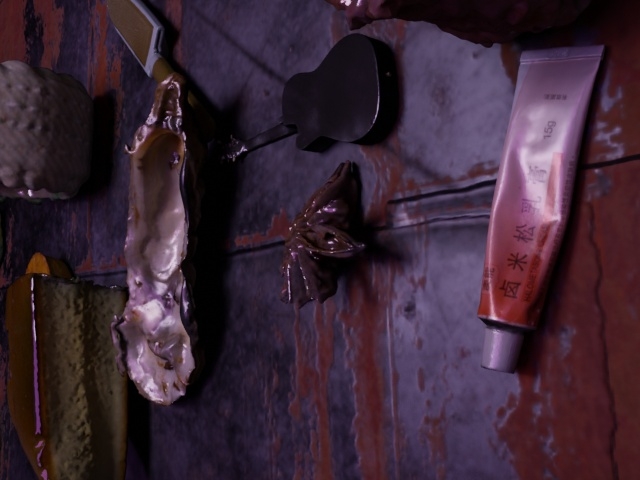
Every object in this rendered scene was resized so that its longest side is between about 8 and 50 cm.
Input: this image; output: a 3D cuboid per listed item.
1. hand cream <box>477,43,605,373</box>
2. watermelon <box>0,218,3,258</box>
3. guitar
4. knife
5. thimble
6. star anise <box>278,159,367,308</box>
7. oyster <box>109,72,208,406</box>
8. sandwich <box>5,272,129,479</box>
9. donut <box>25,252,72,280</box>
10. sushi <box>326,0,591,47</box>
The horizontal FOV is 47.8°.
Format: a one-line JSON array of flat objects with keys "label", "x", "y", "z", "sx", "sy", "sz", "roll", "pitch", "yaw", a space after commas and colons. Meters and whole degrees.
[{"label": "hand cream", "x": 0.137, "y": -0.020, "z": 0.467, "sx": 0.052, "sy": 0.038, "sz": 0.216, "roll": 10, "pitch": 90, "yaw": 19}, {"label": "watermelon", "x": -0.660, "y": 0.036, "z": 1.183, "sx": 0.193, "sy": 0.310, "sz": 0.231, "roll": 54, "pitch": 161, "yaw": 34}, {"label": "guitar", "x": -0.026, "y": -0.107, "z": 0.645, "sx": 0.233, "sy": 0.025, "sz": 0.088, "roll": -14, "pitch": 78, "yaw": 44}, {"label": "knife", "x": -0.186, "y": -0.219, "z": 0.820, "sx": 0.343, "sy": 0.027, "sz": 0.061, "roll": 51, "pitch": 132, "yaw": 39}, {"label": "thimble", "x": -0.392, "y": -0.129, "z": 0.891, "sx": 0.219, "sy": 0.219, "sz": 0.150, "roll": -4, "pitch": 82, "yaw": 46}, {"label": "star anise", "x": -0.005, "y": 0.010, "z": 0.595, "sx": 0.129, "sy": 0.056, "sz": 0.124, "roll": -55, "pitch": 26, "yaw": 33}, {"label": "oyster", "x": -0.149, "y": 0.006, "z": 0.731, "sx": 0.129, "sy": 0.079, "sz": 0.344, "roll": 19, "pitch": 108, "yaw": 45}, {"label": "sandwich", "x": -0.279, "y": 0.160, "z": 0.804, "sx": 0.128, "sy": 0.122, "sz": 0.235, "roll": -20, "pitch": 71, "yaw": 56}, {"label": "donut", "x": -0.366, "y": 0.068, "z": 0.972, "sx": 0.097, "sy": 0.043, "sz": 0.108, "roll": -49, "pitch": 53, "yaw": 32}, {"label": "sushi", "x": 0.100, "y": -0.241, "z": 0.404, "sx": 0.236, "sy": 0.171, "sz": 0.270, "roll": 53, "pitch": 130, "yaw": 55}]
